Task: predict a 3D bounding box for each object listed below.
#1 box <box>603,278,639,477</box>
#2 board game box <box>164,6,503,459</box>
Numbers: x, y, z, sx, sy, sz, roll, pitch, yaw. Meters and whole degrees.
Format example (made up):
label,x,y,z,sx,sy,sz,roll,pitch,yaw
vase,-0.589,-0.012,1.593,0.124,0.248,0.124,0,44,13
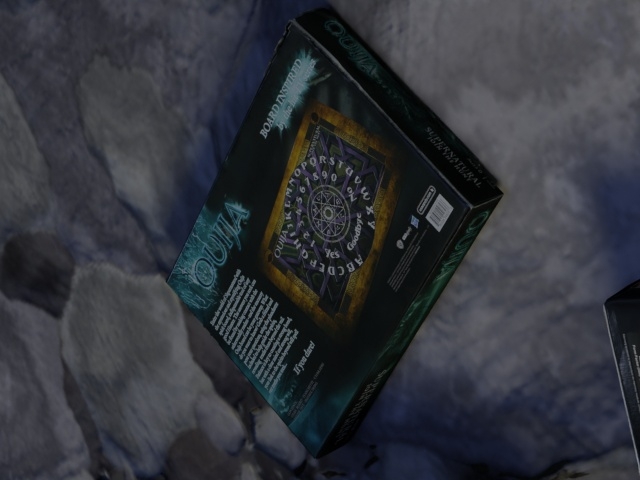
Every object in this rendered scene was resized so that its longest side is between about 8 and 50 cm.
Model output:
label,x,y,z,sx,sy,sz,roll,pitch,yaw
box,0.208,0.115,0.700,0.175,0.051,0.220,-4,103,47
board game box,0.000,0.000,0.886,0.126,0.026,0.186,49,135,20
